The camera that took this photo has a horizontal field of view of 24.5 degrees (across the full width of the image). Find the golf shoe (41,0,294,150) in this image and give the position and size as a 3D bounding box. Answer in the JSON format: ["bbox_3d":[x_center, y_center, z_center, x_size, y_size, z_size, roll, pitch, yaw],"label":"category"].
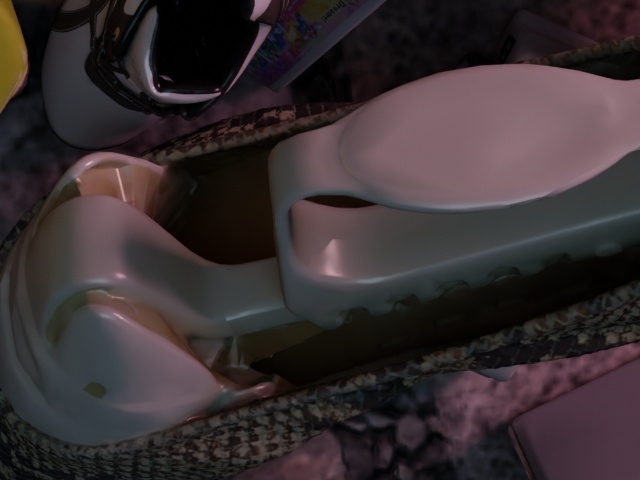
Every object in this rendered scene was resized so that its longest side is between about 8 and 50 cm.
[{"bbox_3d":[-0.077,-0.087,0.650,0.077,0.094,0.198,36,134,-16],"label":"golf shoe"}]

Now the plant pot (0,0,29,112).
[{"bbox_3d":[-0.253,-0.085,0.590,0.207,0.227,0.228,28,106,-31],"label":"plant pot"}]

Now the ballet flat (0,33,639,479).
[{"bbox_3d":[0.000,0.000,0.623,0.483,0.182,0.164,-17,73,17],"label":"ballet flat"}]

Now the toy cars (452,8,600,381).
[{"bbox_3d":[0.191,-0.054,0.724,0.394,0.087,0.176,-26,110,4],"label":"toy cars"}]

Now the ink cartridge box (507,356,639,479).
[{"bbox_3d":[0.262,0.190,0.803,0.211,0.121,0.289,-28,111,5],"label":"ink cartridge box"}]

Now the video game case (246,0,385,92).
[{"bbox_3d":[-0.029,-0.150,0.656,0.143,0.019,0.157,37,137,-17],"label":"video game case"}]
